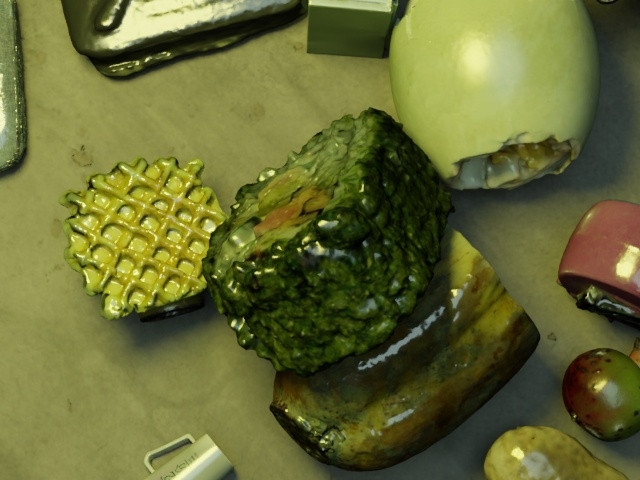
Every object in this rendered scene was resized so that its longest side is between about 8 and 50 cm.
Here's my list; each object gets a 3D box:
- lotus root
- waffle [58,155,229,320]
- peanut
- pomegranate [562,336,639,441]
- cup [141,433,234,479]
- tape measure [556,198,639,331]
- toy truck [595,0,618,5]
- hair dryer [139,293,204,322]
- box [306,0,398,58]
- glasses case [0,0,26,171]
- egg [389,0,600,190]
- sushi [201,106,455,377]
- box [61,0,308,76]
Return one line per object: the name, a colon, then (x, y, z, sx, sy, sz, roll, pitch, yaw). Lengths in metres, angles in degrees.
lotus root: (0.099, 0.151, 1.664, 0.346, 0.250, 0.250, -39, 85, -10)
waffle: (-0.232, -0.010, 1.680, 0.223, 0.054, 0.204, -18, 82, -17)
peanut: (0.324, 0.328, 1.705, 0.224, 0.129, 0.129, 34, 83, -6)
pomegranate: (0.397, 0.192, 1.721, 0.129, 0.129, 0.159, 27, 76, 2)
cup: (-0.189, 0.313, 1.730, 0.116, 0.074, 0.104, -41, 57, -9)
tape measure: (0.441, 0.055, 1.689, 0.245, 0.231, 0.149, 27, 83, 6)
toy truck: (0.455, -0.381, 1.656, 0.253, 0.114, 0.107, 0, 42, -5)
hair dryer: (-0.128, 0.017, 1.763, 0.279, 0.090, 0.135, -13, 81, -9)
box: (0.049, -0.391, 1.738, 0.117, 0.225, 0.225, 5, 83, -1)
glasses case: (-0.475, -0.232, 1.790, 0.109, 0.067, 0.282, -4, 81, 1)
egg: (0.228, -0.245, 1.698, 0.278, 0.278, 0.336, -9, 79, -2)
sushi: (0.000, 0.000, 1.583, 0.294, 0.352, 0.178, -28, 112, 26)
box: (-0.215, -0.440, 1.809, 0.350, 0.091, 0.359, -16, 81, -3)
